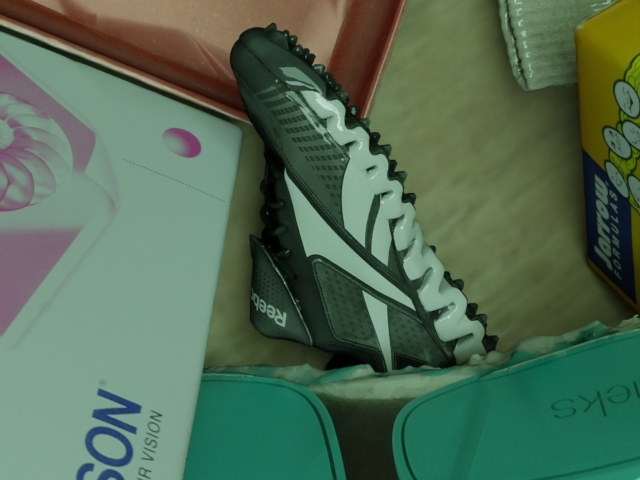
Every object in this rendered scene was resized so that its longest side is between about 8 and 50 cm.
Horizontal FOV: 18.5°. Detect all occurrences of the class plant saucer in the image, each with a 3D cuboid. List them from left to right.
[{"bbox_3d":[-0.064,-0.203,1.049,0.258,0.048,0.259,21,80,-13],"label":"plant saucer"}]

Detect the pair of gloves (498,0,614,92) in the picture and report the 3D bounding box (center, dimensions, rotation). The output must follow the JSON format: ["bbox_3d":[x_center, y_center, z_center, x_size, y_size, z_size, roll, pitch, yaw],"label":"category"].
[{"bbox_3d":[0.195,-0.197,1.108,0.204,0.042,0.240,1,87,-23],"label":"pair of gloves"}]

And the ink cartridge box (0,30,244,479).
[{"bbox_3d":[-0.210,0.011,0.890,0.330,0.071,0.324,21,42,-14],"label":"ink cartridge box"}]

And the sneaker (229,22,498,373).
[{"bbox_3d":[0.000,0.000,1.005,0.106,0.078,0.234,-34,123,-3],"label":"sneaker"}]

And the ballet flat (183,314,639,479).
[{"bbox_3d":[0.033,0.136,0.991,0.408,0.147,0.147,-7,88,5],"label":"ballet flat"}]

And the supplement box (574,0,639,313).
[{"bbox_3d":[0.309,0.011,0.962,0.195,0.194,0.356,-30,51,-15],"label":"supplement box"}]
